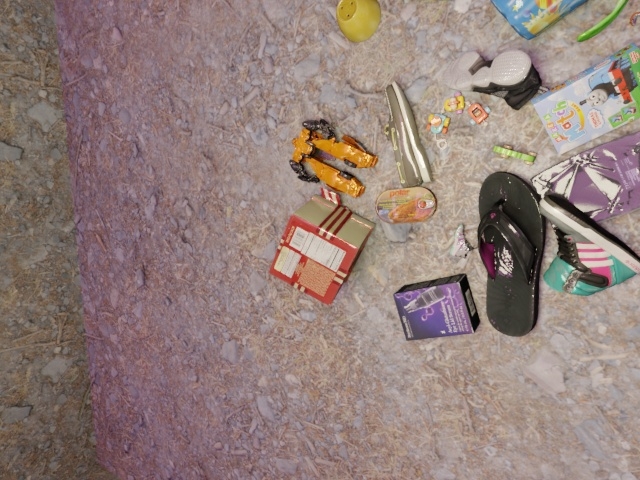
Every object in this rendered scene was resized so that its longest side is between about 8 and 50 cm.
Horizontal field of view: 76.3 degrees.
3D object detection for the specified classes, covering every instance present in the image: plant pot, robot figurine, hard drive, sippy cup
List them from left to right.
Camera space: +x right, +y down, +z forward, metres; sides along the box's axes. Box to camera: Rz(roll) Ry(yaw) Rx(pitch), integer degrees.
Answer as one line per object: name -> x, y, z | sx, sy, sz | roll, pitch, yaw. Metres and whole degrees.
robot figurine -> 0.030, -0.265, 1.322 | 0.290, 0.085, 0.211 | 32, 113, 22
plant pot -> 0.098, -0.668, 1.201 | 0.134, 0.095, 0.135 | 6, 102, 31
sippy cup -> 0.510, -0.592, 0.906 | 0.224, 0.239, 0.306 | -42, 38, 40
hard drive -> 0.668, -0.135, 0.979 | 0.254, 0.054, 0.172 | -25, 85, 33

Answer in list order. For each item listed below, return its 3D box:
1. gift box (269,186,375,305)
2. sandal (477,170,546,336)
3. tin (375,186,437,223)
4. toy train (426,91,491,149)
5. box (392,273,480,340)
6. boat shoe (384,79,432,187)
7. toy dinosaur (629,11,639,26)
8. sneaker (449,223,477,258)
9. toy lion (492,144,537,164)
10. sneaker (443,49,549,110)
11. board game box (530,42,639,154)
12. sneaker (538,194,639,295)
gift box -> 0.000, 0.000, 1.283 | 0.276, 0.258, 0.255 | 33, 116, 6
sandal -> 0.490, 0.043, 1.065 | 0.167, 0.106, 0.447 | 0, 100, 50
tin -> 0.259, -0.108, 1.242 | 0.189, 0.040, 0.106 | -2, 102, 31
toy train -> 0.373, -0.335, 1.125 | 0.166, 0.046, 0.125 | -35, 80, 30
box -> 0.341, 0.199, 1.206 | 0.207, 0.108, 0.153 | -18, 90, 32
boat shoe -> 0.235, -0.303, 1.178 | 0.091, 0.109, 0.305 | -17, 94, 27
toy dinosaur -> 0.735, -0.487, 0.897 | 0.090, 0.047, 0.082 | -41, 65, -4
sneaker -> 0.416, 0.006, 1.169 | 0.069, 0.038, 0.098 | 19, 118, 25
toy lion -> 0.495, -0.222, 1.043 | 0.100, 0.096, 0.034 | 25, 111, 25
sneaker -> 0.442, -0.400, 1.040 | 0.101, 0.153, 0.268 | -64, 30, 6
board game box -> 0.625, -0.314, 0.935 | 0.211, 0.039, 0.160 | -27, 120, 33
sneaker -> 0.597, 0.031, 0.982 | 0.295, 0.124, 0.178 | 34, 121, -7
